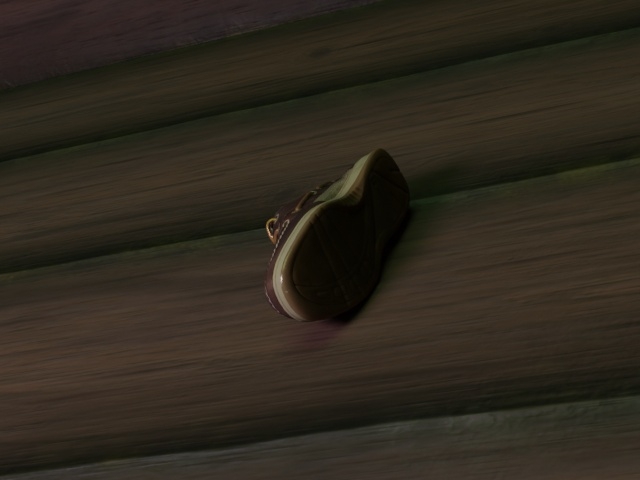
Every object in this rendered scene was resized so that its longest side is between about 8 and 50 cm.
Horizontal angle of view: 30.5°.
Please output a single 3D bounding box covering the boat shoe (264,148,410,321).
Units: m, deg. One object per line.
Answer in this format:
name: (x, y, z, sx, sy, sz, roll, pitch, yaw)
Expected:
boat shoe: (0.000, 0.000, 1.426, 0.123, 0.123, 0.342, -19, 21, 31)
